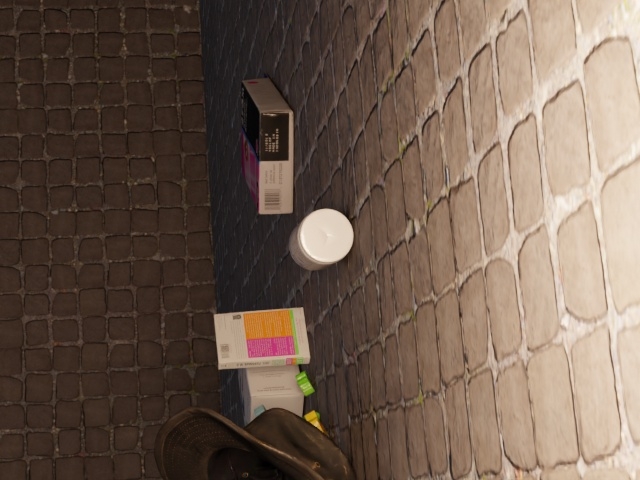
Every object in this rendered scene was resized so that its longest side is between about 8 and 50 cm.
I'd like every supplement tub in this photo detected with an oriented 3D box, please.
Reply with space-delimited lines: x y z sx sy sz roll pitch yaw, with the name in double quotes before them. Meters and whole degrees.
"supplement tub" 0.000 0.000 1.574 0.107 0.071 0.071 145 122 -78

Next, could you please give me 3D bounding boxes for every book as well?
"book" -0.094 0.156 1.957 0.035 0.144 0.096 98 167 -47

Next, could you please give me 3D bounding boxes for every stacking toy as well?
"stacking toy" -0.075 0.286 1.842 0.052 0.167 0.221 60 -178 -18

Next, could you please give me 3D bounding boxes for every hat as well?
"hat" -0.042 0.305 1.564 0.134 0.331 0.331 -47 -23 -37

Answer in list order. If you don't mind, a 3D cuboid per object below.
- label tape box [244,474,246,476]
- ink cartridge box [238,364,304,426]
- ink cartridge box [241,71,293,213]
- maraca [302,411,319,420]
"label tape box" -0.107 0.573 2.051 0.249 0.115 0.348 53 150 41
"ink cartridge box" -0.088 0.246 2.112 0.212 0.093 0.154 -102 12 -52
"ink cartridge box" -0.100 -0.180 2.185 0.371 0.069 0.176 -112 22 -71
"maraca" -0.043 0.346 1.866 0.186 0.099 0.127 -61 23 16
